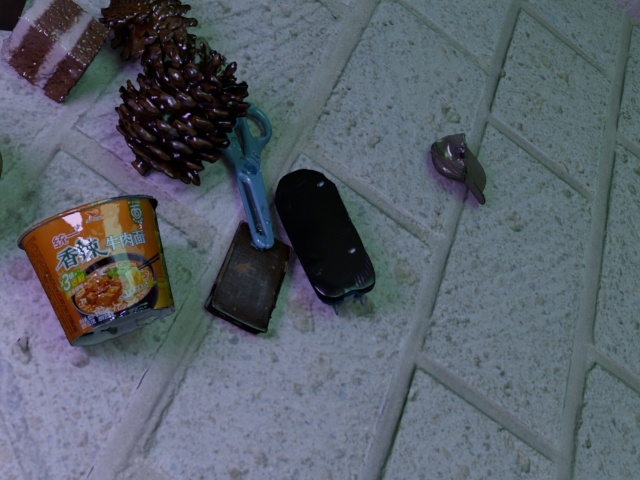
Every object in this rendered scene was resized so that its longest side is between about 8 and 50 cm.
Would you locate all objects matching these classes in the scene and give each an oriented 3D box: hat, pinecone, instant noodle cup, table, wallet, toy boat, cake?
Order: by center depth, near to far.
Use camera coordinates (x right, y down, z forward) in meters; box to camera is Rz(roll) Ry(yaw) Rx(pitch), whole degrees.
[{"bbox_3d":[-0.338,0.052,1.568,0.230,0.230,0.182,-11,76,-42],"label":"instant noodle cup"},{"bbox_3d":[-0.481,-0.354,1.798,0.147,0.135,0.134,35,44,-19],"label":"cake"},{"bbox_3d":[-0.256,-0.233,1.820,0.224,0.272,0.224,33,12,-8],"label":"pinecone"},{"bbox_3d":[-0.590,-0.443,1.820,0.070,0.083,0.082,-4,58,-37],"label":"table"},{"bbox_3d":[-0.129,0.069,1.845,0.122,0.031,0.232,30,43,-12],"label":"wallet"},{"bbox_3d":[-0.331,-0.419,1.953,0.195,0.150,0.179,28,46,-19],"label":"pinecone"},{"bbox_3d":[0.000,0.000,1.962,0.134,0.092,0.299,-17,61,-12],"label":"toy boat"},{"bbox_3d":[0.326,-0.153,2.347,0.175,0.085,0.147,56,27,-24],"label":"hat"}]

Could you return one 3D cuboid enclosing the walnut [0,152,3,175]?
[{"bbox_3d":[-0.625,-0.121,1.434,0.313,0.252,0.277,5,70,-32],"label":"walnut"}]

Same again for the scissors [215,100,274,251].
[{"bbox_3d":[-0.151,-0.147,1.964,0.180,0.032,0.393,7,52,-32],"label":"scissors"}]
